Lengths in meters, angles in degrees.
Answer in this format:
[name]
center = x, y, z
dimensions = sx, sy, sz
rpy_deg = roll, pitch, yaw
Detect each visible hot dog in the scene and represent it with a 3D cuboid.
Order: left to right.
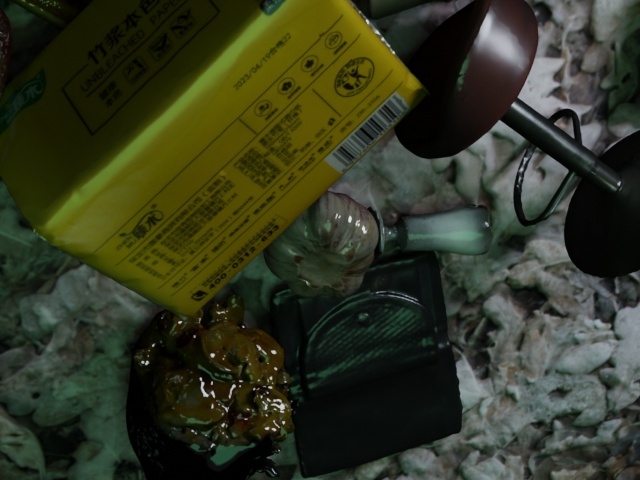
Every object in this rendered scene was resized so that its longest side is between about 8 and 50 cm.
[hot dog]
center = -0.281, -0.264, 1.315
dimensions = 0.188, 0.055, 0.072
rpy_deg = 28, 73, -34

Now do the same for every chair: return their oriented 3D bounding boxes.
[chair]
center = 0.252, -0.139, 1.464
dimensions = 0.401, 0.226, 0.226
rpy_deg = 32, 104, -30

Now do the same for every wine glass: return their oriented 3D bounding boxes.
[wine glass]
center = 0.138, -0.011, 1.583
dimensions = 0.155, 0.072, 0.072
rpy_deg = -2, 118, -16

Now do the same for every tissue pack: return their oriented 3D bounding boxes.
[tissue pack]
center = -0.120, -0.142, 1.307
dimensions = 0.382, 0.228, 0.293
rpy_deg = -43, 145, 7

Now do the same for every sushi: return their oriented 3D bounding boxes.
[sushi]
center = -0.135, 0.198, 1.546
dimensions = 0.200, 0.213, 0.204
rpy_deg = -19, 139, -34

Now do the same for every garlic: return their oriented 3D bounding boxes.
[garlic]
center = 0.000, 0.000, 1.526
dimensions = 0.147, 0.102, 0.159
rpy_deg = -18, 133, 8

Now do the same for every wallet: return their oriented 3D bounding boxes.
[wallet]
center = 0.069, 0.172, 1.680
dimensions = 0.247, 0.041, 0.323
rpy_deg = -14, 123, -9

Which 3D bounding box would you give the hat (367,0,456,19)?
[hat]
center = 0.127, -0.307, 1.394
dimensions = 0.175, 0.085, 0.147
rpy_deg = -34, 128, -22

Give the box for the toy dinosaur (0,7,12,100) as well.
[toy dinosaur]
center = -0.339, -0.178, 1.228
dimensions = 0.167, 0.053, 0.242
rpy_deg = -12, 83, 1
